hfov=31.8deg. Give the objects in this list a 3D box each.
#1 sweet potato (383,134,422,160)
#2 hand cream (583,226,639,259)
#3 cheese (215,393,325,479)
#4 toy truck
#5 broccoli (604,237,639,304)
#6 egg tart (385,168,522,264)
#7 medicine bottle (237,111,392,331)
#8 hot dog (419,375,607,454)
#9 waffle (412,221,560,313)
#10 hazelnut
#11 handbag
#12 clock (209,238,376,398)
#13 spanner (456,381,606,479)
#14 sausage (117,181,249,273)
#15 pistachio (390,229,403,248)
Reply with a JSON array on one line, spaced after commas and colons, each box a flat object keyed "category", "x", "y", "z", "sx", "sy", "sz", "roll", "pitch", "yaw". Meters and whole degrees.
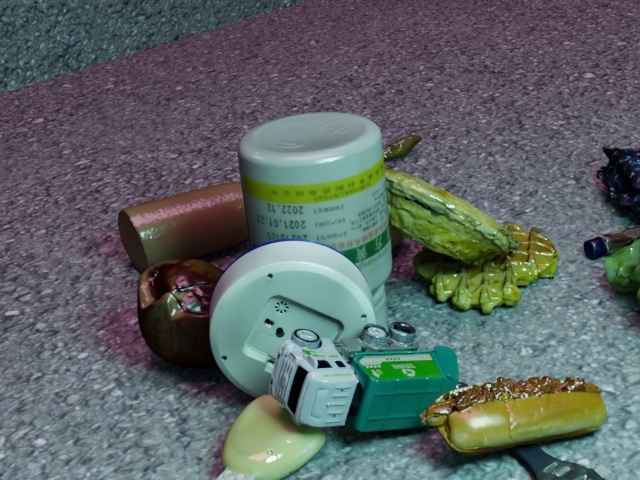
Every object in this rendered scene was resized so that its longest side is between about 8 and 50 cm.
[{"category": "sweet potato", "x": 0.151, "y": -0.191, "z": 2.403, "sx": 0.153, "sy": 0.038, "sz": 0.041, "roll": -21, "pitch": 5, "yaw": -11}, {"category": "hand cream", "x": 0.522, "y": -0.003, "z": 1.904, "sx": 0.163, "sy": 0.039, "sz": 0.062, "roll": -13, "pitch": 9, "yaw": -20}, {"category": "cheese", "x": -0.088, "y": 0.283, "z": 1.411, "sx": 0.127, "sy": 0.050, "sz": 0.255, "roll": 9, "pitch": 30, "yaw": 26}, {"category": "toy truck", "x": 0.067, "y": 0.182, "z": 1.469, "sx": 0.253, "sy": 0.114, "sz": 0.124, "roll": 0, "pitch": 26, "yaw": -31}, {"category": "broccoli", "x": 0.547, "y": 0.026, "z": 1.665, "sx": 0.269, "sy": 0.269, "sz": 0.254, "roll": 8, "pitch": 64, "yaw": 28}, {"category": "egg tart", "x": 0.176, "y": -0.030, "z": 1.749, "sx": 0.278, "sy": 0.095, "sz": 0.279, "roll": 27, "pitch": 1, "yaw": 0}, {"category": "medicine bottle", "x": 0.000, "y": 0.000, "z": 1.654, "sx": 0.208, "sy": 0.340, "sz": 0.208, "roll": -6, "pitch": 24, "yaw": 3}, {"category": "hot dog", "x": 0.243, "y": 0.210, "z": 1.407, "sx": 0.249, "sy": 0.076, "sz": 0.102, "roll": -5, "pitch": 25, "yaw": -16}, {"category": "waffle", "x": 0.285, "y": 0.039, "z": 1.847, "sx": 0.253, "sy": 0.056, "sz": 0.249, "roll": -14, "pitch": 26, "yaw": -19}, {"category": "hazelnut", "x": -0.181, "y": 0.108, "z": 1.683, "sx": 0.201, "sy": 0.161, "sz": 0.170, "roll": 4, "pitch": 25, "yaw": 35}, {"category": "handbag", "x": 0.600, "y": -0.108, "z": 2.025, "sx": 0.161, "sy": 0.113, "sz": 0.260, "roll": -1, "pitch": 23, "yaw": -3}, {"category": "clock", "x": -0.039, "y": 0.115, "z": 1.548, "sx": 0.230, "sy": 0.230, "sz": 0.083, "roll": -5, "pitch": 28, "yaw": 2}, {"category": "spanner", "x": 0.250, "y": 0.252, "z": 1.433, "sx": 0.087, "sy": 0.024, "sz": 0.316, "roll": -14, "pitch": 24, "yaw": -20}, {"category": "sausage", "x": -0.229, "y": -0.031, "z": 2.039, "sx": 0.252, "sy": 0.123, "sz": 0.123, "roll": -18, "pitch": 27, "yaw": -24}, {"category": "pistachio", "x": 0.073, "y": -0.018, "z": 1.962, "sx": 0.200, "sy": 0.117, "sz": 0.145, "roll": -38, "pitch": 0, "yaw": -38}]
